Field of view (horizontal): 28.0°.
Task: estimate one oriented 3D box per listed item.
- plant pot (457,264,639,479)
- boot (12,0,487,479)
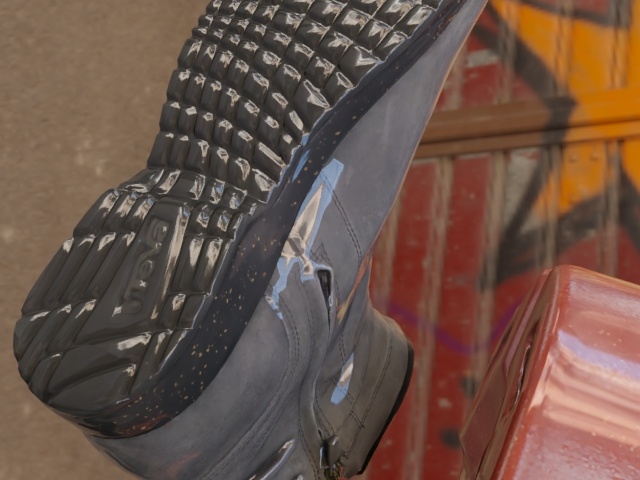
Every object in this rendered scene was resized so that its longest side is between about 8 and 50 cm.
[{"bbox_3d":[0.173,0.149,0.491,0.272,0.265,0.272,22,90,-86],"label":"plant pot"},{"bbox_3d":[0.000,0.000,0.473,0.246,0.083,0.161,-56,145,-20],"label":"boot"}]
